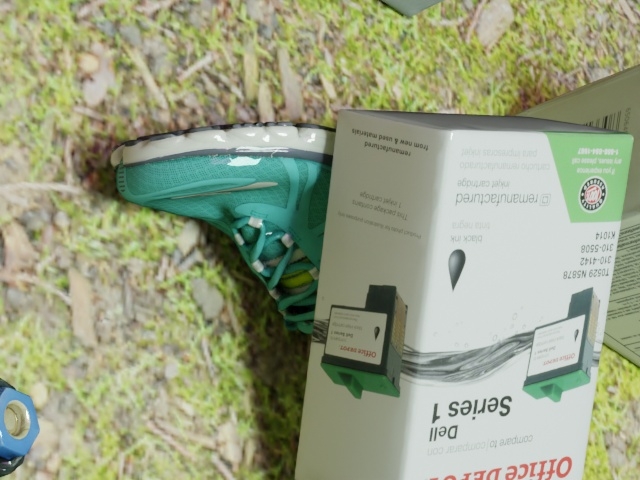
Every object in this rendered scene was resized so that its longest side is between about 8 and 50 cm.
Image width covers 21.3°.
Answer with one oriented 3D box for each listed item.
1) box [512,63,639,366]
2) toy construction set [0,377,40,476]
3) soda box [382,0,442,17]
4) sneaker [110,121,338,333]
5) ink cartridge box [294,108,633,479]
[{"bbox_3d":[0.250,-0.003,1.187,0.232,0.149,0.126,32,56,-32],"label":"box"},{"bbox_3d":[-0.199,0.142,0.707,0.215,0.151,0.327,7,87,-60],"label":"toy construction set"},{"bbox_3d":[0.122,-0.239,1.052,0.098,0.286,0.091,28,60,-33],"label":"soda box"},{"bbox_3d":[0.000,0.000,0.994,0.275,0.107,0.110,20,72,-37],"label":"sneaker"},{"bbox_3d":[0.082,0.040,0.965,0.160,0.093,0.219,-3,103,-42],"label":"ink cartridge box"}]
